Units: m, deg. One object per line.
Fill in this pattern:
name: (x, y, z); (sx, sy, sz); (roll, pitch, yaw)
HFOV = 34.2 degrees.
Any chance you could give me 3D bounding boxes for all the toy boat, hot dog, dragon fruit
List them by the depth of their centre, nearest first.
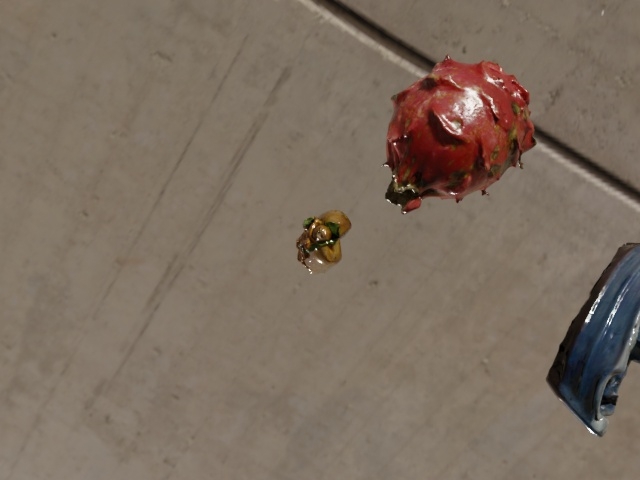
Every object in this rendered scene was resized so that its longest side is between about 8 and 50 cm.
hot dog: (0.000, 0.000, 1.228); (0.055, 0.072, 0.188); (16, -7, -4)
toy boat: (0.386, 0.112, 1.255); (0.142, 0.309, 0.129); (23, -34, 26)
dragon fruit: (0.187, -0.154, 1.536); (0.205, 0.268, 0.210); (27, -23, 47)
